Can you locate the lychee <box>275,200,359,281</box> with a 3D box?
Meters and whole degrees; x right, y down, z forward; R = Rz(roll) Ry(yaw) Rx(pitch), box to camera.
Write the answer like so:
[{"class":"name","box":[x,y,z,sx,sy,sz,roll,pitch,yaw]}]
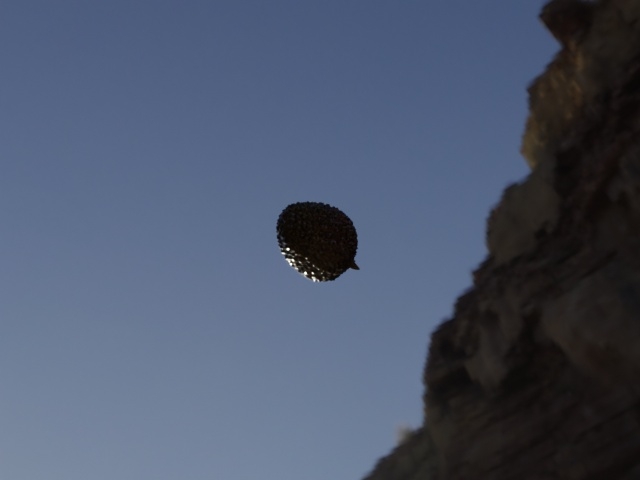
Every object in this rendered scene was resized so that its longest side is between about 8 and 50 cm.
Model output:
[{"class":"lychee","box":[0.000,0.000,1.113,0.083,0.068,0.067,30,-59,-1]}]
